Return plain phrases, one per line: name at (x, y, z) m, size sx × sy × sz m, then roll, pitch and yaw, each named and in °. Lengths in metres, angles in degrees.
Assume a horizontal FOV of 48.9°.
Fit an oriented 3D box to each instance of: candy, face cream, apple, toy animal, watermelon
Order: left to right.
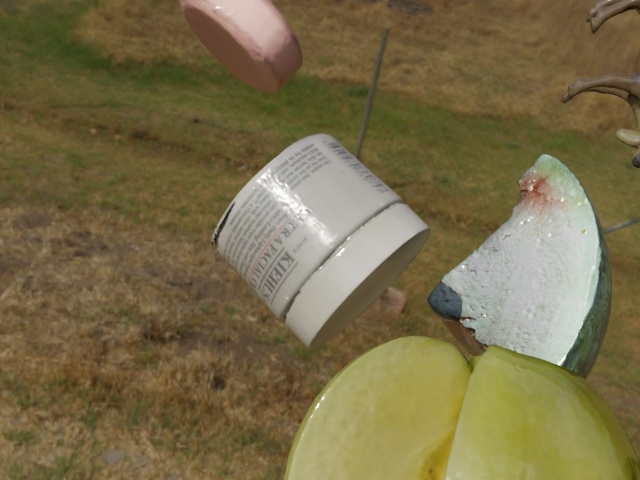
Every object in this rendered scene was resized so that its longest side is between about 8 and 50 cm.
candy at (-0.146, -0.379, 1.260) m, size 0.094 × 0.255 × 0.255 m, roll -48°, pitch 54°, yaw -8°
face cream at (0.000, 0.000, 0.729) m, size 0.153 × 0.177 × 0.177 m, roll 44°, pitch 38°, yaw 13°
apple at (0.114, 0.214, 0.572) m, size 0.291 × 0.254 × 0.292 m, roll 13°, pitch -11°, yaw 3°
watermelon at (0.244, 0.072, 0.883) m, size 0.213 × 0.320 × 0.289 m, roll 1°, pitch -17°, yaw 12°
toy animal at (0.336, -0.138, 0.683) m, size 0.186 × 0.214 × 0.094 m, roll 15°, pitch 5°, yaw 11°
